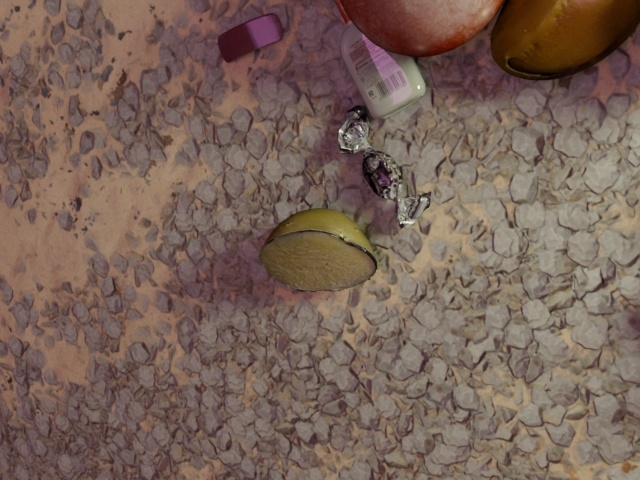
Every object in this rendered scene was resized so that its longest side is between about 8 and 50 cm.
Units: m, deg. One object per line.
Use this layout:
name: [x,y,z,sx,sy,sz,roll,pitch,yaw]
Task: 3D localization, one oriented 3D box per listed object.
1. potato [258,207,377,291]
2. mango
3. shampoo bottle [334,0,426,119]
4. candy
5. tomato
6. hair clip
potato: [0.000,0.000,1.333,0.202,0.117,0.182,-14,136,27]
mango: [0.356,-0.327,1.082,0.236,0.136,0.166,-27,93,33]
shampoo bottle: [0.088,-0.320,1.256,0.108,0.051,0.221,-27,88,27]
candy: [0.105,-0.127,1.290,0.094,0.051,0.226,-35,85,24]
tomato: [0.147,-0.411,1.108,0.270,0.227,0.270,1,93,18]
hair clip: [-0.133,-0.369,1.367,0.137,0.022,0.054,-15,97,27]
